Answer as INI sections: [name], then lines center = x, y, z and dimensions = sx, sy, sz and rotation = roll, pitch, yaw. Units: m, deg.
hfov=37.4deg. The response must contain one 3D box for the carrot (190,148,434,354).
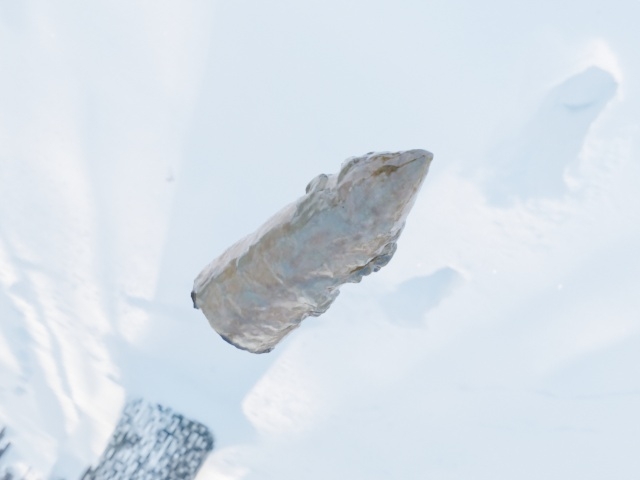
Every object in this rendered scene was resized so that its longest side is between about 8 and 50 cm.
[carrot]
center = 0.000, 0.000, 0.741
dimensions = 0.102, 0.101, 0.263
rotation = 37, 133, -13
